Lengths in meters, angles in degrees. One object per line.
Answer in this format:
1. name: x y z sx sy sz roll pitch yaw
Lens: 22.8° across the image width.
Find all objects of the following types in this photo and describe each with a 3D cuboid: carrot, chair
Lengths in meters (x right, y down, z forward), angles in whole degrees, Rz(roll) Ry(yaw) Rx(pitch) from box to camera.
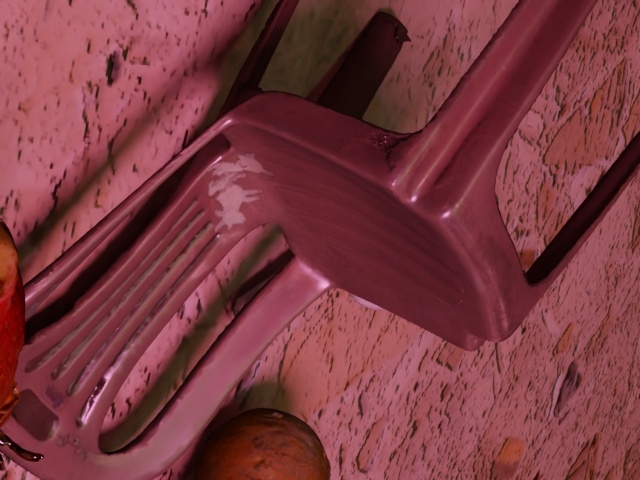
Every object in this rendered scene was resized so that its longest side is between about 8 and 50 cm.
1. carrot: -0.065 0.203 0.816 0.298 0.078 0.078 -63 156 -48
2. chair: 0.000 0.000 0.764 0.326 0.183 0.175 -56 146 -17

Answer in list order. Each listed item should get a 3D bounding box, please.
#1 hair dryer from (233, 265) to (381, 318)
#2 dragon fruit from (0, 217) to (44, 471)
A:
1. hair dryer: 0.002 0.020 0.911 0.137 0.047 0.082 -35 138 -31
2. dragon fruit: -0.168 0.039 0.620 0.125 0.125 0.246 -62 157 -25
